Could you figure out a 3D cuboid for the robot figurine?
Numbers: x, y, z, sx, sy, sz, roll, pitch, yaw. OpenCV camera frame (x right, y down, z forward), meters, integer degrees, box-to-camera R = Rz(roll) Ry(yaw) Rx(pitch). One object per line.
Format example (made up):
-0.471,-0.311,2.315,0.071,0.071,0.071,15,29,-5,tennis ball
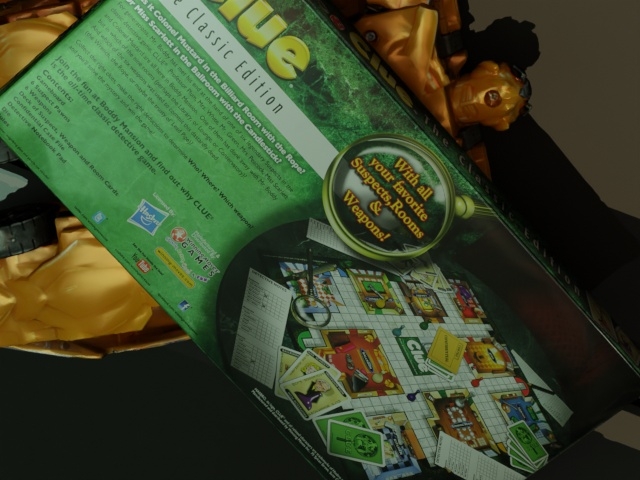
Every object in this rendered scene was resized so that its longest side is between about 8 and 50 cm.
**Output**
-0.053,-0.044,0.793,0.291,0.085,0.211,-9,103,11,robot figurine

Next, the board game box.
0.000,0.000,0.739,0.136,0.030,0.259,-37,103,21,board game box
